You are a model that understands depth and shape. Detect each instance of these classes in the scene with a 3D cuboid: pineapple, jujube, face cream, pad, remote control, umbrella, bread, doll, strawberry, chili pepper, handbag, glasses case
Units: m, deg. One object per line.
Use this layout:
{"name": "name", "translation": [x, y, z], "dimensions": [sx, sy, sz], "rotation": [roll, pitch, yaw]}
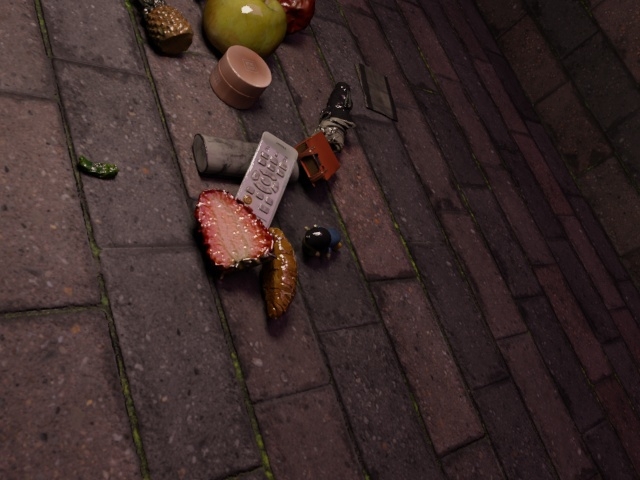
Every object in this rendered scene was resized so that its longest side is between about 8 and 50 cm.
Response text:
{"name": "pineapple", "translation": [-0.443, -0.627, 1.555], "dimensions": [0.125, 0.125, 0.251], "rotation": [-17, 69, -48]}
{"name": "jujube", "translation": [-0.123, -0.814, 1.915], "dimensions": [0.213, 0.213, 0.232], "rotation": [6, 50, -41]}
{"name": "face cream", "translation": [-0.228, -0.465, 1.641], "dimensions": [0.149, 0.104, 0.149], "rotation": [24, 47, -29]}
{"name": "pad", "translation": [0.217, -0.576, 2.209], "dimensions": [0.174, 0.022, 0.233], "rotation": [14, 53, -37]}
{"name": "remote control", "translation": [-0.155, -0.129, 1.459], "dimensions": [0.109, 0.055, 0.313], "rotation": [30, 64, -23]}
{"name": "umbrella", "translation": [0.055, -0.419, 1.876], "dimensions": [0.113, 0.106, 0.358], "rotation": [32, 44, -17]}
{"name": "bread", "translation": [-0.095, 0.081, 1.364], "dimensions": [0.076, 0.105, 0.233], "rotation": [13, 59, -30]}
{"name": "doll", "translation": [0.000, 0.000, 1.538], "dimensions": [0.102, 0.089, 0.179], "rotation": [65, 18, 15]}
{"name": "strawberry", "translation": [-0.201, -0.019, 1.334], "dimensions": [0.167, 0.087, 0.208], "rotation": [-14, 77, -18]}
{"name": "chili pepper", "translation": [-0.479, -0.157, 1.239], "dimensions": [0.091, 0.034, 0.030], "rotation": [13, 20, -36]}
{"name": "handbag", "translation": [-0.008, -0.240, 1.669], "dimensions": [0.127, 0.063, 0.190], "rotation": [61, 21, -12]}
{"name": "glasses case", "translation": [-0.191, -0.215, 1.525], "dimensions": [0.299, 0.060, 0.114], "rotation": [3, 66, -42]}

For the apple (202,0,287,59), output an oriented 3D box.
{"name": "apple", "translation": [-0.224, -0.654, 1.716], "dimensions": [0.261, 0.194, 0.261], "rotation": [30, 38, -26]}
